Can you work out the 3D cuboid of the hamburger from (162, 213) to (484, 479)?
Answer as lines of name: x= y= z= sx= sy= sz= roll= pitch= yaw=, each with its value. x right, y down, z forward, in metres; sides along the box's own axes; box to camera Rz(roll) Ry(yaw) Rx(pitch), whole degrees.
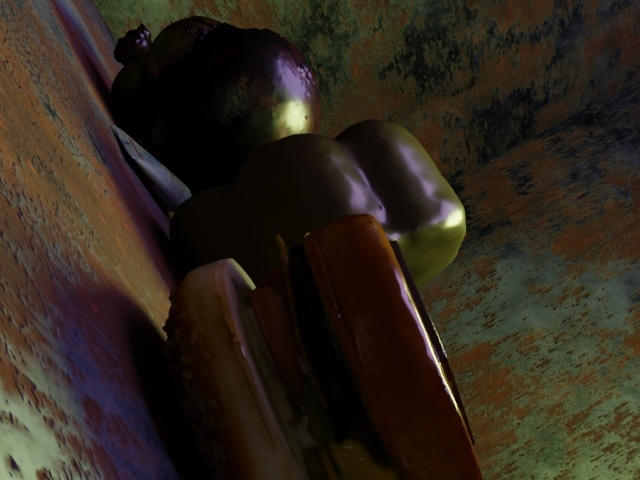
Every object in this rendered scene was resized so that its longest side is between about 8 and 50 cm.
hamburger: x=-0.003 y=0.124 z=0.623 sx=0.291 sy=0.225 sz=0.291 roll=-24 pitch=90 yaw=-88

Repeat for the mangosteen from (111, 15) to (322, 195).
mangosteen: x=-0.211 y=-0.246 z=1.423 sx=0.381 sy=0.422 sz=0.380 roll=9 pitch=90 yaw=-88

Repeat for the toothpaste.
toothpaste: x=-0.284 y=-0.111 z=1.246 sx=0.089 sy=0.057 sz=0.234 roll=53 pitch=-3 yaw=33

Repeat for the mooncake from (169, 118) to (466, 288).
mooncake: x=0.000 y=0.000 z=1.169 sx=0.467 sy=0.467 sz=0.262 roll=77 pitch=-12 yaw=-74
